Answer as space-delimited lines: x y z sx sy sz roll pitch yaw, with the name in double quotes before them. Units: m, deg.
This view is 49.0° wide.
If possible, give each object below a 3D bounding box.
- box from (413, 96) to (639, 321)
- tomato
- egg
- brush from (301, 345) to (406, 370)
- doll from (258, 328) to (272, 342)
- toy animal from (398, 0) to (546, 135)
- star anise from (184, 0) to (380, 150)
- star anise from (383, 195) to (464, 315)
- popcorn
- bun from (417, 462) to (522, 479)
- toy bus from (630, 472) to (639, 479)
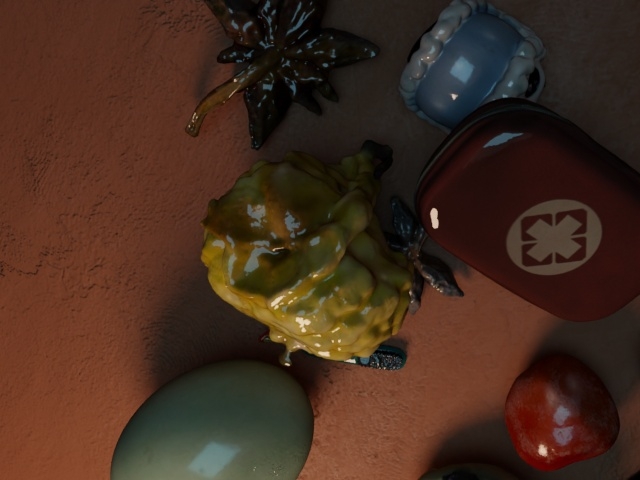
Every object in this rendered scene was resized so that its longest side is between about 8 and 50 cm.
"box" 0.336 -0.033 1.035 0.403 0.108 0.263 30 121 -17
"tomato" 0.382 0.280 1.136 0.187 0.151 0.187 3 101 17
"egg" -0.186 0.357 1.202 0.388 0.276 0.276 -33 92 13
"brush" 0.055 0.203 1.250 0.193 0.032 0.043 7 102 9
"doll" -0.022 0.133 1.243 0.169 0.057 0.109 6 82 -2
"toy animal" 0.234 -0.249 1.066 0.204 0.156 0.208 39 109 7
"star anise" -0.079 -0.301 1.147 0.349 0.109 0.293 -6 94 14
"star anise" 0.142 0.028 1.182 0.171 0.063 0.208 -9 99 17
"popcorn" 0.000 0.000 1.080 0.349 0.349 0.382 31 80 5
"bun" 0.271 0.529 1.183 0.293 0.187 0.293 -15 59 28
"toy bus" 0.528 0.454 1.167 0.092 0.093 0.409 43 107 -7
